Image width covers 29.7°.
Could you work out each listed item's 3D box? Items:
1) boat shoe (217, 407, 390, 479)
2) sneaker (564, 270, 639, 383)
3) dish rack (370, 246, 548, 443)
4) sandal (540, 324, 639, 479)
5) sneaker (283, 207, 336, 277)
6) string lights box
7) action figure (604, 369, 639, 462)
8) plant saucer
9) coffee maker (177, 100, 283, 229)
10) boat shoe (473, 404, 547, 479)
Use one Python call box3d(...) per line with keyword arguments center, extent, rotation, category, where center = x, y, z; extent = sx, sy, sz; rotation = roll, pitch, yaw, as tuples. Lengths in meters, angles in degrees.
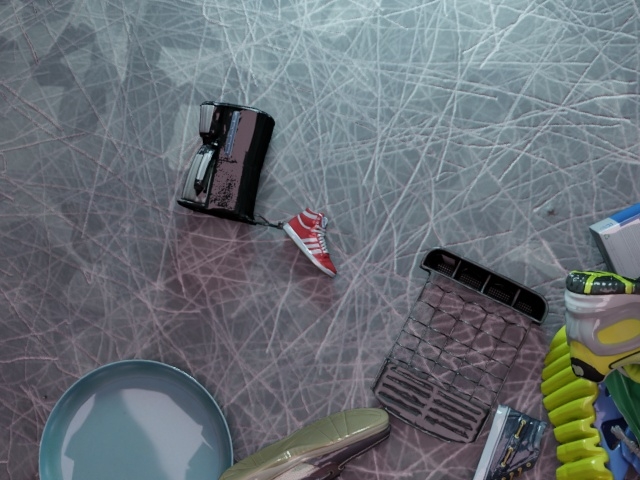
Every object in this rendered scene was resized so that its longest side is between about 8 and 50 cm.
box3d(center=(-0.017, 0.349, 1.875), extent=(0.285, 0.103, 0.092), rotation=(-24, 105, -8), category="boat shoe")
box3d(center=(0.480, 0.128, 1.706), extent=(0.385, 0.145, 0.147), rotation=(6, 96, -32), category="sneaker")
box3d(center=(0.207, 0.170, 1.876), extent=(0.208, 0.074, 0.271), rotation=(26, 87, 10), category="dish rack")
box3d(center=(0.422, 0.271, 1.828), extent=(0.138, 0.126, 0.317), rotation=(7, 74, -29), category="sandal")
box3d(center=(0.000, 0.000, 1.939), extent=(0.067, 0.042, 0.118), rotation=(-43, 78, 4), category="sneaker")
box3d(center=(0.559, -0.015, 1.837), extent=(0.260, 0.077, 0.133), rotation=(-26, 97, 3), category="string lights box")
box3d(center=(0.471, 0.266, 1.751), extent=(0.137, 0.063, 0.232), rotation=(-15, 81, -39), category="action figure")
box3d(center=(-0.292, 0.350, 1.933), extent=(0.318, 0.044, 0.317), rotation=(-1, 82, 7), category="plant saucer")
box3d(center=(-0.129, -0.122, 1.946), extent=(0.171, 0.120, 0.178), rotation=(15, 86, -14), category="coffee maker")
box3d(center=(0.283, 0.349, 1.847), extent=(0.083, 0.065, 0.183), rotation=(18, 85, 11), category="boat shoe")
